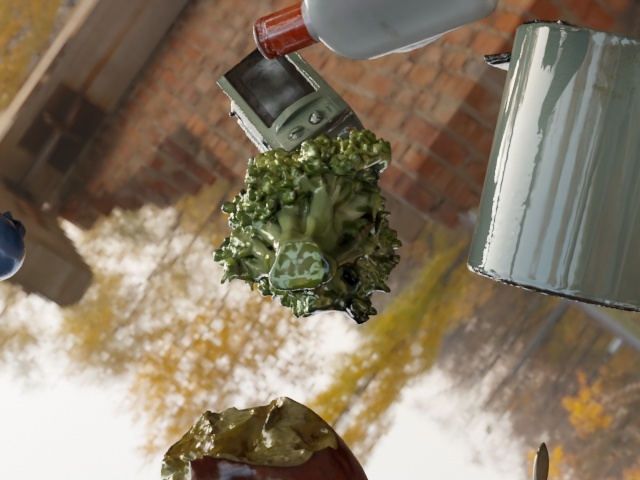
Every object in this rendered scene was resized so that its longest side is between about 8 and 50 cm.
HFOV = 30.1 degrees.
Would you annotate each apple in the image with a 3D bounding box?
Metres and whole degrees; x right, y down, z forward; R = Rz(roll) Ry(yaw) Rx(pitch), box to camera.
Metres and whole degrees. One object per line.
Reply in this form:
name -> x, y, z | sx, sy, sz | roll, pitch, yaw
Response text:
apple -> -0.041, 0.195, 0.885 | 0.147, 0.156, 0.158 | 49, -174, -7

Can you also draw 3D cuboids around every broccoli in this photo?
broccoli -> 0.000, 0.000, 1.403 | 0.247, 0.263, 0.243 | 52, -166, -10

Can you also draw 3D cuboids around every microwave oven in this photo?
microwave oven -> -0.031, -0.156, 1.629 | 0.205, 0.129, 0.163 | 51, 178, 41

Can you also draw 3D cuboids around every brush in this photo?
brush -> 0.356, 0.430, 1.952 | 0.070, 0.196, 0.021 | 9, 167, -4

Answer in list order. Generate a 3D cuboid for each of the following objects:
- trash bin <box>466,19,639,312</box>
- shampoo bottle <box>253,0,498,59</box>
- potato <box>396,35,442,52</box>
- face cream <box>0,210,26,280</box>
trash bin -> 0.282, -0.074, 1.225 | 0.277, 0.262, 0.217 | 15, -175, 32
shampoo bottle -> 0.043, -0.217, 1.069 | 0.108, 0.221, 0.051 | 62, -154, -23
potato -> 0.122, -0.315, 1.358 | 0.100, 0.261, 0.120 | 45, -155, 28
face cream -> -0.441, -0.016, 1.298 | 0.264, 0.083, 0.149 | 13, 151, 17
